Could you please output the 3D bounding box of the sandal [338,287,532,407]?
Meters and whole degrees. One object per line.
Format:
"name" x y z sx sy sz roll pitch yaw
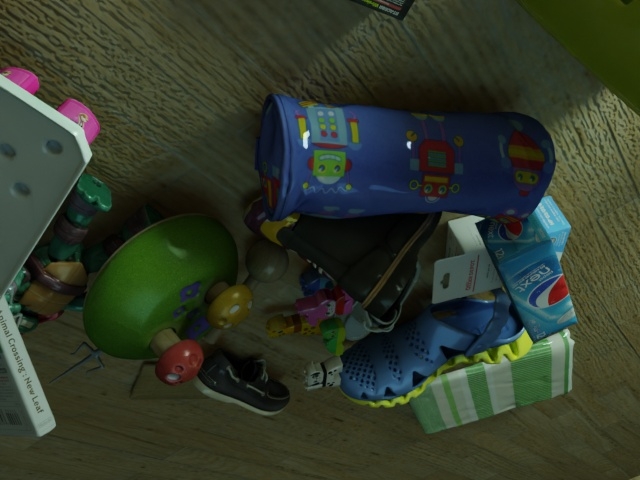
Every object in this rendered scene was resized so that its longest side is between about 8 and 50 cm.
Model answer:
"sandal" 0.165 0.142 0.946 0.317 0.126 0.138 -22 137 -5

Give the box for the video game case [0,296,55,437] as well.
"video game case" -0.351 0.092 0.593 0.212 0.194 0.023 -9 -166 33

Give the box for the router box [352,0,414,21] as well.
"router box" 0.035 -0.234 0.485 0.122 0.038 0.092 10 134 -30

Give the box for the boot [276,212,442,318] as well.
"boot" 0.050 -0.024 0.696 0.137 0.198 0.077 35 129 0

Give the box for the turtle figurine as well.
"turtle figurine" -0.270 0.047 0.656 0.234 0.118 0.175 -48 153 11

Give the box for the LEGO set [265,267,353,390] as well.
"LEGO set" -0.022 0.114 0.847 0.093 0.087 0.227 -11 138 -14

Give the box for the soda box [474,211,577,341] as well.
"soda box" 0.259 0.044 0.783 0.067 0.071 0.210 -27 138 12

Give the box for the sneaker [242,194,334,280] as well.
"sneaker" 0.000 0.000 0.724 0.185 0.084 0.070 12 134 -32

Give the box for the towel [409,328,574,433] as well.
"towel" 0.338 0.287 1.247 0.324 0.038 0.248 -19 141 6

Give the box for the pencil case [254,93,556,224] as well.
"pencil case" 0.082 -0.077 0.635 0.305 0.133 0.120 0 98 -21

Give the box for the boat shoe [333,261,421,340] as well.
"boat shoe" 0.071 0.079 0.848 0.079 0.081 0.228 2 137 -19

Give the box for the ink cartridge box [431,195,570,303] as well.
"ink cartridge box" 0.227 0.014 0.844 0.181 0.062 0.104 -14 141 -4

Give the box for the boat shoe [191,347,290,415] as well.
"boat shoe" -0.104 0.212 0.958 0.065 0.075 0.206 -51 139 7

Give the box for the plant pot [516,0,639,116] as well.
"plant pot" 0.337 -0.195 0.504 0.228 0.227 0.207 15 127 -34

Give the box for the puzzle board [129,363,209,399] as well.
"puzzle board" -0.219 0.216 0.970 0.128 0.011 0.096 7 135 -28

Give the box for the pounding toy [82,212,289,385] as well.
"pounding toy" -0.123 0.079 0.677 0.183 0.110 0.236 -56 151 14

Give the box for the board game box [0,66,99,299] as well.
"board game box" -0.399 -0.055 0.422 0.389 0.050 0.390 35 123 -18
